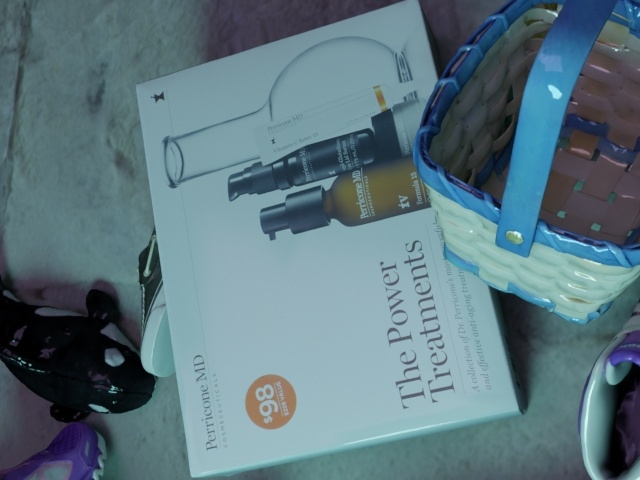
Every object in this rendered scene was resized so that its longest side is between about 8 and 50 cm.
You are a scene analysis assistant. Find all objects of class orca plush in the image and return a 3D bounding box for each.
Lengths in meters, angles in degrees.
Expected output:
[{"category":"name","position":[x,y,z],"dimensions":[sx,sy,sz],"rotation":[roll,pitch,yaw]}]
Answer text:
[{"category":"orca plush","position":[-0.314,0.105,1.002],"dimensions":[0.287,0.102,0.151],"rotation":[40,100,29]}]

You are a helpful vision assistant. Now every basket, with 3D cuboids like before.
[{"category":"basket","position":[0.181,-0.093,0.626],"dimensions":[0.201,0.289,0.254],"rotation":[28,58,16]}]

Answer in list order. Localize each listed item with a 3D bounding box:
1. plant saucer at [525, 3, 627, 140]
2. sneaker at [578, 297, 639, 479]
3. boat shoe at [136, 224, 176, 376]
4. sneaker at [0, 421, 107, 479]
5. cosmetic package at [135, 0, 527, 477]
[{"category":"plant saucer","position":[0.264,-0.207,0.774],"dimensions":[0.188,0.045,0.188],"rotation":[-21,71,24]},{"category":"sneaker","position":[0.269,0.057,0.657],"dimensions":[0.102,0.161,0.282],"rotation":[17,88,32]},{"category":"boat shoe","position":[-0.152,0.032,0.946],"dimensions":[0.070,0.078,0.219],"rotation":[10,77,29]},{"category":"sneaker","position":[-0.315,0.264,0.913],"dimensions":[0.095,0.236,0.104],"rotation":[-15,118,42]},{"category":"cosmetic package","position":[0.000,0.000,0.820],"dimensions":[0.285,0.097,0.377],"rotation":[-16,73,14]}]
